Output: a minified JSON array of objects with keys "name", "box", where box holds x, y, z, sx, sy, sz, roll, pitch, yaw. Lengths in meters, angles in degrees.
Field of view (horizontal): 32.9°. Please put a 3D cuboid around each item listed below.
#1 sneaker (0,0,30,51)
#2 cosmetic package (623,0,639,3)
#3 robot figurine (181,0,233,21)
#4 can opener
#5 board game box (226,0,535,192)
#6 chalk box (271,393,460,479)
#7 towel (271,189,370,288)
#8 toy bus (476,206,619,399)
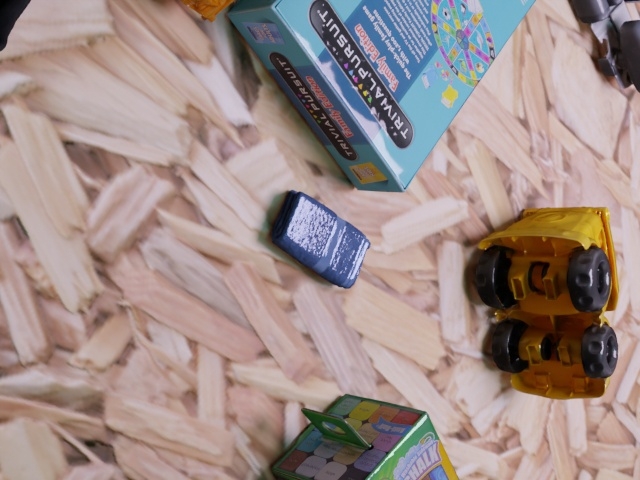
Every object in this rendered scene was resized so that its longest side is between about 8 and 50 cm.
[{"name":"sneaker","box":[-0.325,-0.167,0.752,0.315,0.182,0.127,-31,111,-35]},{"name":"cosmetic package","box":[0.520,-0.441,1.485,0.296,0.153,0.129,-36,116,-32]},{"name":"robot figurine","box":[-0.146,-0.317,0.908,0.291,0.211,0.085,36,38,-37]},{"name":"can opener","box":[0.376,-0.321,1.415,0.074,0.093,0.280,-46,116,-28]},{"name":"board game box","box":[0.085,-0.260,1.168,0.336,0.079,0.254,-54,124,-24]},{"name":"chalk box","box":[0.051,0.252,1.143,0.132,0.132,0.213,-41,119,-31]},{"name":"towel","box":[0.000,0.000,1.148,0.119,0.029,0.067,35,71,-38]},{"name":"toy bus","box":[0.309,0.060,1.362,0.211,0.149,0.220,-38,120,-50]}]
